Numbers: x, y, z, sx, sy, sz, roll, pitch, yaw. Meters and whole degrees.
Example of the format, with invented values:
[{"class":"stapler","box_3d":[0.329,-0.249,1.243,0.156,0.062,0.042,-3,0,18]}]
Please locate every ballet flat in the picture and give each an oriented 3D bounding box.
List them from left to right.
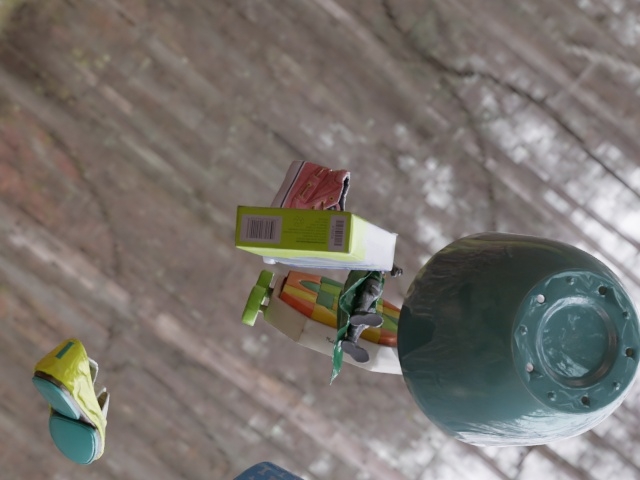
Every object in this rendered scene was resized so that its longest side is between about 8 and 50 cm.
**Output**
[{"class":"ballet flat","box_3d":[-0.288,0.190,1.817,0.231,0.077,0.077,86,29,-57]}]

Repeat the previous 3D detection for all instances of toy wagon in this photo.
[{"class":"toy wagon","box_3d":[0.029,0.111,2.217,0.344,0.267,0.068,-74,-175,-79]}]

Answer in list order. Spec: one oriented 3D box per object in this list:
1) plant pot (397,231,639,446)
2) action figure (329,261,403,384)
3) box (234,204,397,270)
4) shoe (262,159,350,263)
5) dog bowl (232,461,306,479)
[{"class":"plant pot","box_3d":[0.277,0.130,1.958,0.293,0.293,0.235,-54,-166,-13]},{"class":"action figure","box_3d":[0.054,0.056,1.754,0.232,0.063,0.137,-73,-177,-64]},{"class":"box","box_3d":[0.000,0.000,1.392,0.178,0.109,0.042,22,72,-72]},{"class":"shoe","box_3d":[-0.017,-0.036,1.985,0.063,0.081,0.178,85,19,-44]},{"class":"dog bowl","box_3d":[-0.120,0.362,1.736,0.297,0.074,0.166,-35,152,-36]}]
